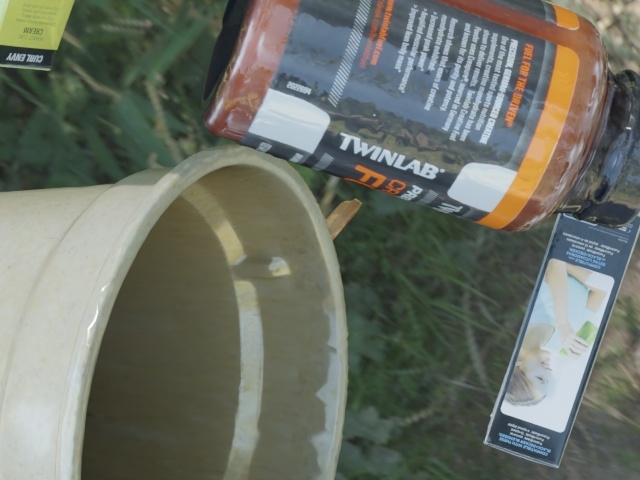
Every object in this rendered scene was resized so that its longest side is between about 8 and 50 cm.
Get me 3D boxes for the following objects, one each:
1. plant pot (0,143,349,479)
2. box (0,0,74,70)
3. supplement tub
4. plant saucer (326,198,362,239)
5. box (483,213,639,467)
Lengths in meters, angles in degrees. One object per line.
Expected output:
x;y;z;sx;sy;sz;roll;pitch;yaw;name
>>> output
-0.190;0.095;1.125;0.305;0.334;0.334;6;80;25;plant pot
-0.163;-0.220;1.015;0.087;0.058;0.232;30;108;30;box
0.054;-0.067;0.787;0.197;0.106;0.106;18;84;-10;supplement tub
0.000;0.000;1.344;0.013;0.083;0.083;41;94;2;plant saucer
0.268;0.084;1.947;0.087;0.169;0.290;19;101;6;box
